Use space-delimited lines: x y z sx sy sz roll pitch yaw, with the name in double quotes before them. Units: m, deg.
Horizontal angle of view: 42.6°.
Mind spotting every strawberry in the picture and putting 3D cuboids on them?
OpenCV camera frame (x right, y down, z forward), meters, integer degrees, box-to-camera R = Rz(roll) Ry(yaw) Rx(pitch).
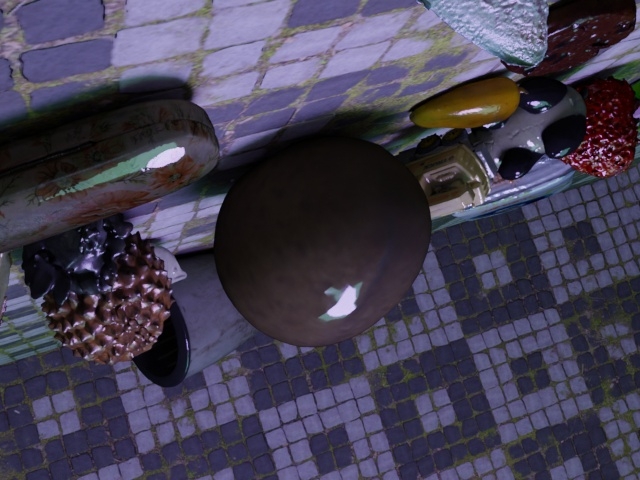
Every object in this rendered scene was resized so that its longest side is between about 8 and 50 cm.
"strawberry" 0.504 -0.212 1.552 0.201 0.184 0.187 -5 139 -18

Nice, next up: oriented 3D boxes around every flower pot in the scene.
"flower pot" -0.292 0.167 2.033 0.330 0.294 0.293 -21 177 -40

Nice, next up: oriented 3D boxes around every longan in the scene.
"longan" 0.000 0.000 1.315 0.361 0.361 0.361 -18 173 -2

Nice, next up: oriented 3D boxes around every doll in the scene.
"doll" 0.356 -0.194 1.439 0.234 0.143 0.135 -27 -179 38

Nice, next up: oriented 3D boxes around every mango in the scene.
"mango" 0.232 -0.212 1.294 0.187 0.066 0.101 -11 174 8

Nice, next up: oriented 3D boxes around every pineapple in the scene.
"pineapple" -0.360 0.050 1.282 0.223 0.223 0.357 -18 155 -6

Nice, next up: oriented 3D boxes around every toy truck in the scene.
"toy truck" 0.169 -0.089 1.454 0.272 0.124 0.157 -15 -148 35

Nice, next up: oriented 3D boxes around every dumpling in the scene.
"dumpling" -0.367 0.057 1.674 0.134 0.100 0.169 -8 179 35

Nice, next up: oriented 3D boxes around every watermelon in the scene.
"watermelon" 0.155 -0.234 0.756 0.094 0.081 0.180 0 151 40

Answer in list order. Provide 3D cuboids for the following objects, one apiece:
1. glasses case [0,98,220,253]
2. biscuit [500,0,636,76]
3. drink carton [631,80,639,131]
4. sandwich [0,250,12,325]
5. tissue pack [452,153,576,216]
"glasses case" -0.317 -0.052 0.889 0.425 0.098 0.156 -19 169 1
"biscuit" 0.332 -0.275 1.104 0.192 0.049 0.192 -16 167 -4
"drink carton" 0.775 -0.324 1.674 0.161 0.108 0.271 -13 173 -26
"sandwich" -0.592 0.086 1.265 0.186 0.220 0.108 17 -178 9
"tissue pack" 0.425 -0.153 1.864 0.287 0.162 0.388 -20 174 15
